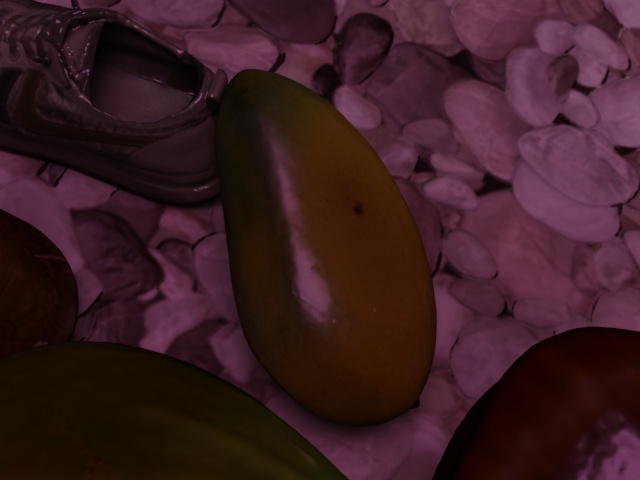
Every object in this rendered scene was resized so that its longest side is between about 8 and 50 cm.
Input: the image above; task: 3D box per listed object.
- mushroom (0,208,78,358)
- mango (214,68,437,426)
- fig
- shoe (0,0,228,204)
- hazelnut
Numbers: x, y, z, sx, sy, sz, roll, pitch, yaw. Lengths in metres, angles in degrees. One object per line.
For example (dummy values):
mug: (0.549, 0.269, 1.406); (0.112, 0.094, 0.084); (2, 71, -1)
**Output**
mushroom: (-0.241, 0.034, 0.695); (0.170, 0.080, 0.135); (-1, 51, -10)
mango: (0.006, 0.002, 0.712); (0.137, 0.091, 0.238); (4, 70, -37)
fig: (-0.069, 0.207, 0.503); (0.316, 0.316, 0.316); (2, 61, -4)
shoe: (-0.179, -0.120, 0.777); (0.274, 0.098, 0.103); (19, 57, 6)
hazelnut: (0.156, 0.169, 0.576); (0.229, 0.229, 0.230); (2, 61, -4)
